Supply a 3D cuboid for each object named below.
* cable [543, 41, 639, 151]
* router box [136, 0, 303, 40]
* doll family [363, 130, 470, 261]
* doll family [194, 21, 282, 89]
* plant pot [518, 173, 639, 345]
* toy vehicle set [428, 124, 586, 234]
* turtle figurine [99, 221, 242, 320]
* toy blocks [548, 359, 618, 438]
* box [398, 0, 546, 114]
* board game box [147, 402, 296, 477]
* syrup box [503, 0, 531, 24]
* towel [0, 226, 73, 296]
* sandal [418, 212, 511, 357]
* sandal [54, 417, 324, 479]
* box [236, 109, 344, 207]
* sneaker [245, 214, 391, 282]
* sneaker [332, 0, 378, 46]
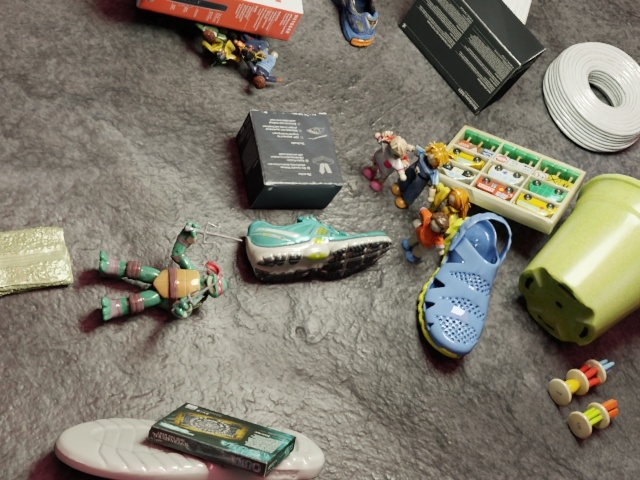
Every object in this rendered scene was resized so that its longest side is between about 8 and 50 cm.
[{"bbox_3d":[0.620,-0.320,2.272,0.257,0.089,0.257,4,62,-23],"label":"cable"},{"bbox_3d":[-0.199,-0.560,1.966,0.301,0.082,0.335,9,55,-23],"label":"router box"},{"bbox_3d":[0.198,-0.099,1.915,0.118,0.163,0.263,-18,72,-31],"label":"doll family"},{"bbox_3d":[-0.154,-0.360,1.948,0.193,0.076,0.111,19,38,-9],"label":"doll family"},{"bbox_3d":[0.523,0.055,1.944,0.254,0.276,0.276,-37,83,-23],"label":"plant pot"},{"bbox_3d":[0.365,-0.124,2.016,0.267,0.035,0.166,24,52,20],"label":"toy vehicle set"},{"bbox_3d":[-0.237,0.068,1.658,0.234,0.118,0.175,-5,50,-10],"label":"turtle figurine"},{"bbox_3d":[0.514,0.289,1.917,0.148,0.054,0.123,-20,73,-32],"label":"toy blocks"},{"bbox_3d":[0.311,-0.424,2.131,0.103,0.184,0.261,-34,81,-36],"label":"box"},{"bbox_3d":[-0.143,0.292,1.509,0.186,0.026,0.126,14,12,16],"label":"board game box"},{"bbox_3d":[0.334,-0.531,2.254,0.237,0.093,0.096,27,56,-9],"label":"syrup box"},{"bbox_3d":[-0.472,0.030,1.624,0.148,0.027,0.110,-9,67,-28],"label":"towel"},{"bbox_3d":[0.271,0.066,1.879,0.126,0.138,0.317,24,58,-13],"label":"sandal"},{"bbox_3d":[-0.188,0.347,1.532,0.416,0.169,0.102,7,101,-22],"label":"sandal"},{"bbox_3d":[-0.058,-0.147,1.868,0.156,0.093,0.158,-1,63,-25],"label":"box"},{"bbox_3d":[0.000,0.000,1.815,0.275,0.107,0.110,-1,55,-25],"label":"sneaker"},{"bbox_3d":[0.072,-0.515,2.130,0.083,0.087,0.221,-12,70,-30],"label":"sneaker"}]
